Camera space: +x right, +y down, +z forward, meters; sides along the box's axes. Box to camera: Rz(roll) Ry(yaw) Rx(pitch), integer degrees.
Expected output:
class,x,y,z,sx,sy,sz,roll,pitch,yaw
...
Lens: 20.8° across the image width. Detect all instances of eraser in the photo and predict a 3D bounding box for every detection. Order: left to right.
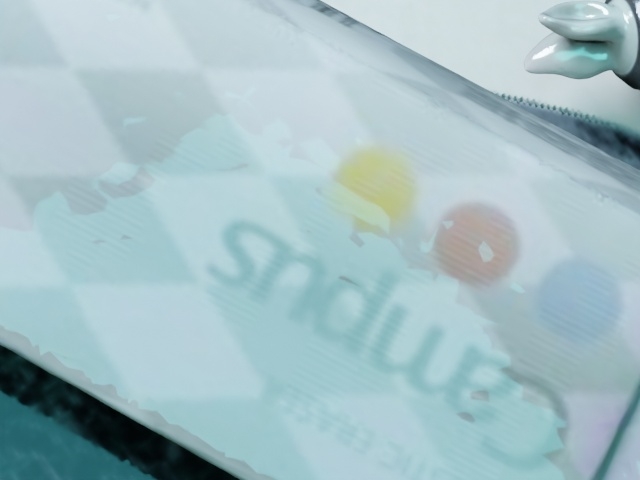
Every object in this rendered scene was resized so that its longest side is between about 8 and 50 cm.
class,x,y,z,sx,sy,sz,roll,pitch,yaw
eraser,-0.001,0.000,0.710,0.396,0.082,0.213,28,75,3

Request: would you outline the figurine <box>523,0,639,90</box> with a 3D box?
class,x,y,z,sx,sy,sz,roll,pitch,yaw
figurine,0.166,-0.095,0.766,0.146,0.081,0.098,11,31,3
